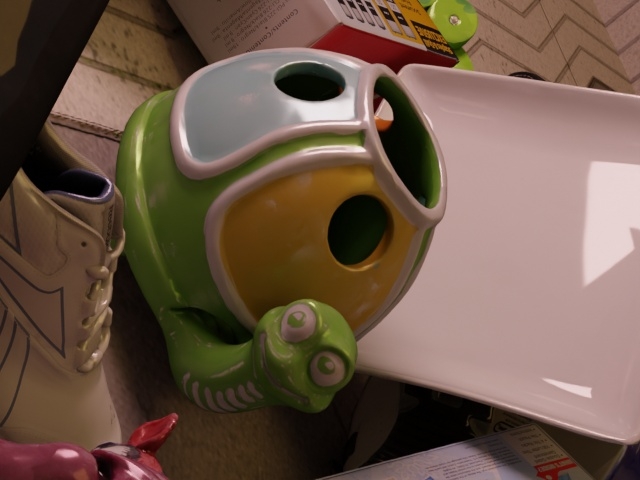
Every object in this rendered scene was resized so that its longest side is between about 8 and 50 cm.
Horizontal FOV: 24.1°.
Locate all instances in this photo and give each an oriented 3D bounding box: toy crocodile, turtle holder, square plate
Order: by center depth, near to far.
[{"bbox_3d":[-0.037,-0.019,1.124,0.243,0.227,0.320,63,23,-6],"label":"turtle holder"},{"bbox_3d":[0.161,0.002,1.272,0.344,0.347,0.049,-61,148,-29],"label":"square plate"},{"bbox_3d":[0.108,-0.317,1.893,0.341,0.105,0.115,67,-18,7],"label":"toy crocodile"}]

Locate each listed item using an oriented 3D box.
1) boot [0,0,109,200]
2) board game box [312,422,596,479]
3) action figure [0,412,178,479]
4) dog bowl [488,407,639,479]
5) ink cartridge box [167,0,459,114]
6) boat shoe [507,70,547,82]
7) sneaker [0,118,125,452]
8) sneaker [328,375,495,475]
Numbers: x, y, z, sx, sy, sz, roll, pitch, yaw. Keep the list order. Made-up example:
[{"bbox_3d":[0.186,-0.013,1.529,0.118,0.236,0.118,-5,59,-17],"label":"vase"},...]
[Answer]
[{"bbox_3d":[-0.267,-0.140,0.661,0.367,0.146,0.445,44,52,-34],"label":"boot"},{"bbox_3d":[0.130,0.273,1.036,0.318,0.066,0.318,-8,37,-36],"label":"board game box"},{"bbox_3d":[-0.147,0.178,0.677,0.248,0.275,0.370,54,39,-11],"label":"action figure"},{"bbox_3d":[0.193,0.204,1.344,0.104,0.265,0.265,48,28,-29],"label":"dog bowl"},{"bbox_3d":[0.002,-0.203,1.448,0.272,0.130,0.309,57,21,13],"label":"ink cartridge box"},{"bbox_3d":[0.270,-0.122,2.002,0.113,0.127,0.340,58,31,-45],"label":"boat shoe"},{"bbox_3d":[-0.171,0.025,0.884,0.111,0.129,0.297,-81,157,-57],"label":"sneaker"},{"bbox_3d":[0.075,0.194,1.292,0.122,0.146,0.330,27,55,-7],"label":"sneaker"}]
